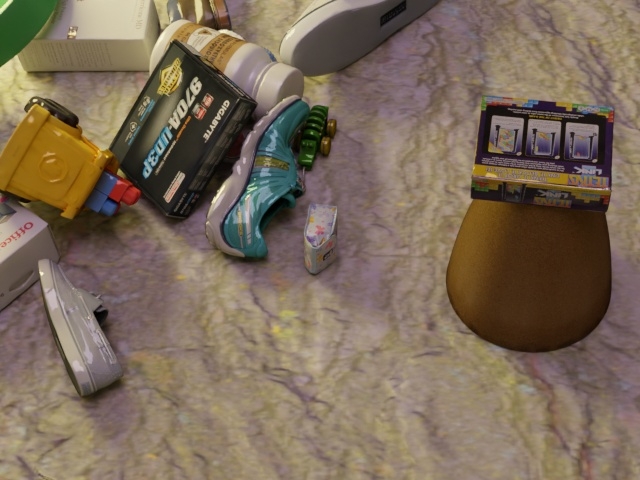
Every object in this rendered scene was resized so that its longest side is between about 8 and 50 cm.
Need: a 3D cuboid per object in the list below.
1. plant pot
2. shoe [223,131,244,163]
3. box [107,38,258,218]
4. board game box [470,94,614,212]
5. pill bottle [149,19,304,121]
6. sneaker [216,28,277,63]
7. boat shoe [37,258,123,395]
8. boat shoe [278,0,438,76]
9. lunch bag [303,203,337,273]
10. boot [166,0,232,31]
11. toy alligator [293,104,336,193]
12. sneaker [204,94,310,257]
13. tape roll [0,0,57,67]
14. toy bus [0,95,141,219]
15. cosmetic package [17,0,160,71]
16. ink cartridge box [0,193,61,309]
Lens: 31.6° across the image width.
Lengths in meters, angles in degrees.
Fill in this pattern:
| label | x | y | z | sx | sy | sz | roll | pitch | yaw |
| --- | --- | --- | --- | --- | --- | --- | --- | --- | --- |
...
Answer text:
| label | x | y | z | sx | sy | sz | roll | pitch | yaw |
| --- | --- | --- | --- | --- | --- | --- | --- | --- | --- |
| plant pot | 0.292 | -0.016 | 1.540 | 0.237 | 0.254 | 0.237 | -2 | 52 | 3 |
| shoe | -0.199 | -0.186 | 1.809 | 0.178 | 0.081 | 0.063 | 20 | 57 | 18 |
| box | -0.217 | -0.171 | 1.740 | 0.175 | 0.051 | 0.220 | 43 | 108 | 29 |
| board game box | 0.280 | -0.110 | 1.422 | 0.170 | 0.048 | 0.141 | 7 | 56 | 9 |
| pill bottle | -0.149 | -0.264 | 1.833 | 0.229 | 0.131 | 0.131 | 22 | 58 | 19 |
| sneaker | -0.143 | -0.314 | 1.921 | 0.135 | 0.052 | 0.058 | 26 | 64 | 23 |
| boat shoe | -0.340 | 0.115 | 1.606 | 0.081 | 0.079 | 0.227 | -17 | 58 | -20 |
| boat shoe | 0.043 | -0.415 | 1.930 | 0.367 | 0.136 | 0.156 | -36 | 59 | -24 |
| lunch bag | 0.000 | 0.000 | 1.662 | 0.053 | 0.071 | 0.083 | 9 | 52 | 6 |
| boot | -0.235 | -0.439 | 2.001 | 0.106 | 0.082 | 0.219 | -16 | 56 | -11 |
| toy alligator | -0.015 | -0.156 | 1.791 | 0.056 | 0.051 | 0.189 | 9 | 55 | 12 |
| sneaker | -0.075 | -0.094 | 1.723 | 0.110 | 0.107 | 0.275 | 21 | 71 | 11 |
| tape roll | -0.597 | -0.400 | 1.936 | 0.321 | 0.077 | 0.321 | -17 | 48 | 19 |
| toy bus | -0.373 | -0.107 | 1.718 | 0.211 | 0.220 | 0.149 | 29 | 93 | -7 |
| cosmetic package | -0.402 | -0.359 | 1.953 | 0.231 | 0.085 | 0.117 | -2 | 54 | 5 |
| ink cartridge box | -0.520 | -0.003 | 1.691 | 0.212 | 0.093 | 0.154 | 34 | 62 | 24 |
